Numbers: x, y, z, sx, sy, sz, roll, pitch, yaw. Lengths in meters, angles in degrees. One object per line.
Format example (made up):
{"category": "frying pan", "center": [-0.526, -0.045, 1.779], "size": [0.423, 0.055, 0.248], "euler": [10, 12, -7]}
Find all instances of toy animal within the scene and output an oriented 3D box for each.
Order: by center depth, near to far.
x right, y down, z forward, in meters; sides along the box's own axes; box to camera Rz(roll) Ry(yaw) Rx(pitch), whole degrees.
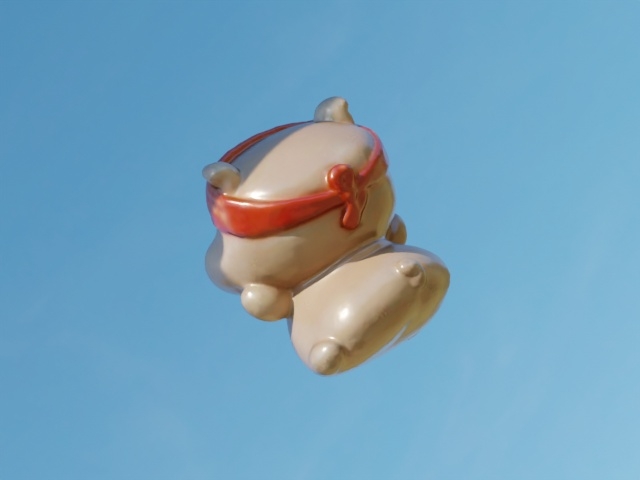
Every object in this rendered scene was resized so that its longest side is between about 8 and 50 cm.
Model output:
{"category": "toy animal", "center": [0.000, 0.000, 1.175], "size": [0.171, 0.198, 0.171], "euler": [-30, -8, -5]}
